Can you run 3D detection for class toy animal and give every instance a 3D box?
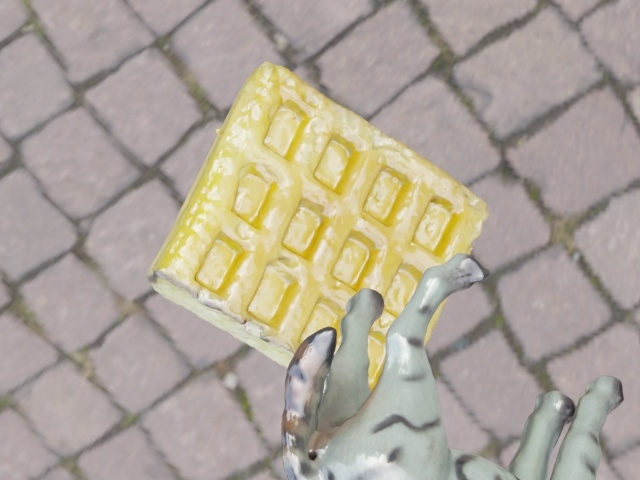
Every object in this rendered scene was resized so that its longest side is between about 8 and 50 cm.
[{"bbox_3d":[0.089,0.122,0.834,0.255,0.170,0.090,47,138,-6],"label":"toy animal"}]

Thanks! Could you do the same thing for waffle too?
[{"bbox_3d":[0.000,0.000,1.544,0.248,0.221,0.055,33,159,-16],"label":"waffle"}]
